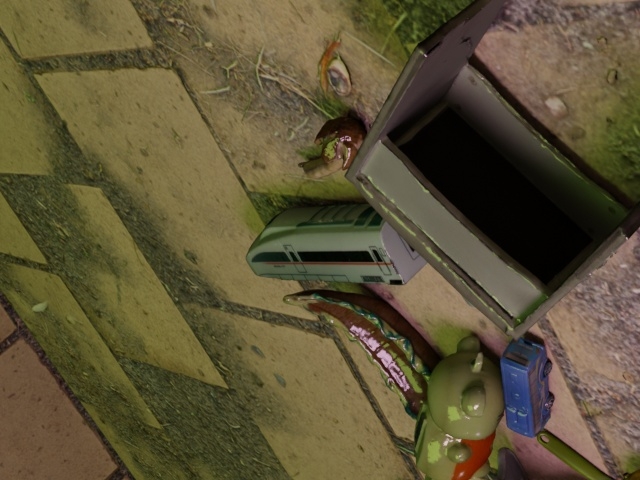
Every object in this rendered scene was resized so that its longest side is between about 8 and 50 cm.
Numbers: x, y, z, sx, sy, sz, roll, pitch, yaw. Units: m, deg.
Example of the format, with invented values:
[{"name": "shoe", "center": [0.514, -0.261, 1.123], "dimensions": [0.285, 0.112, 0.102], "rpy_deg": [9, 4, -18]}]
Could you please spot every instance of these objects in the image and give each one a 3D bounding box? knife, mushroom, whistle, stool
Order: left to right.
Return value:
[{"name": "mushroom", "center": [0.008, -0.104, 1.580], "dimensions": [0.060, 0.061, 0.187], "rpy_deg": [43, 158, -2]}, {"name": "whistle", "center": [0.181, 0.252, 1.679], "dimensions": [0.106, 0.131, 0.288], "rpy_deg": [6, 128, -4]}, {"name": "stool", "center": [0.190, -0.079, 1.204], "dimensions": [0.243, 0.170, 0.270], "rpy_deg": [44, 153, 7]}, {"name": "knife", "center": [0.358, 0.307, 1.651], "dimensions": [0.184, 0.022, 0.026], "rpy_deg": [35, 177, 22]}]

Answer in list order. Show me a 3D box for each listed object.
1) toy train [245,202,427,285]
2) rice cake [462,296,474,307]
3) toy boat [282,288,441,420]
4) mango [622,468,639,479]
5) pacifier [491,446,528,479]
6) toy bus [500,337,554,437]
[{"name": "toy train", "center": [0.000, 0.000, 1.697], "dimensions": [0.407, 0.086, 0.088], "rpy_deg": [-2, 127, 58]}, {"name": "rice cake", "center": [0.157, 0.006, 1.530], "dimensions": [0.042, 0.030, 0.180], "rpy_deg": [-3, 126, 53]}, {"name": "toy boat", "center": [0.081, 0.145, 1.771], "dimensions": [0.293, 0.099, 0.108], "rpy_deg": [43, 153, -9]}, {"name": "mango", "center": [0.423, 0.347, 1.551], "dimensions": [0.103, 0.076, 0.161], "rpy_deg": [-3, 133, 50]}, {"name": "pacifier", "center": [0.310, 0.387, 1.676], "dimensions": [0.207, 0.279, 0.227], "rpy_deg": [-23, 96, 17]}, {"name": "toy bus", "center": [0.258, 0.185, 1.591], "dimensions": [0.051, 0.061, 0.153], "rpy_deg": [23, 144, 31]}]
